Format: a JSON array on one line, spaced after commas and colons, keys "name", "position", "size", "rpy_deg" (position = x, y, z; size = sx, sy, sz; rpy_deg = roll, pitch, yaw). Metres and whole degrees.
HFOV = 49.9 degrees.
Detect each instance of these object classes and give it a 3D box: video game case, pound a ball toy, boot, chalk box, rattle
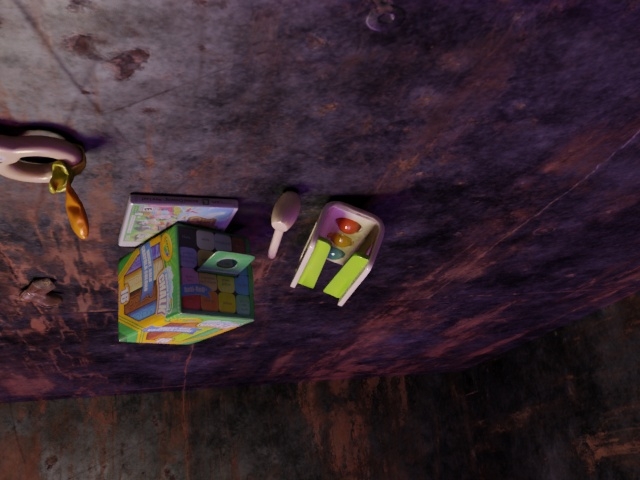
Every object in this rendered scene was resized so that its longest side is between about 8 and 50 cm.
[{"name": "video game case", "position": [-0.275, -0.031, 1.308], "size": [0.193, 0.023, 0.212], "rpy_deg": [2, 158, -21]}, {"name": "pound a ball toy", "position": [0.000, 0.000, 1.374], "size": [0.208, 0.136, 0.319], "rpy_deg": [21, 157, -2]}, {"name": "boot", "position": [-0.632, 0.119, 1.597], "size": [0.106, 0.037, 0.114], "rpy_deg": [9, 150, -41]}, {"name": "chalk box", "position": [-0.247, 0.086, 1.344], "size": [0.180, 0.179, 0.289], "rpy_deg": [12, 154, -42]}, {"name": "rattle", "position": [-0.436, -0.082, 0.969], "size": [0.130, 0.143, 0.199], "rpy_deg": [1, 175, 41]}]
